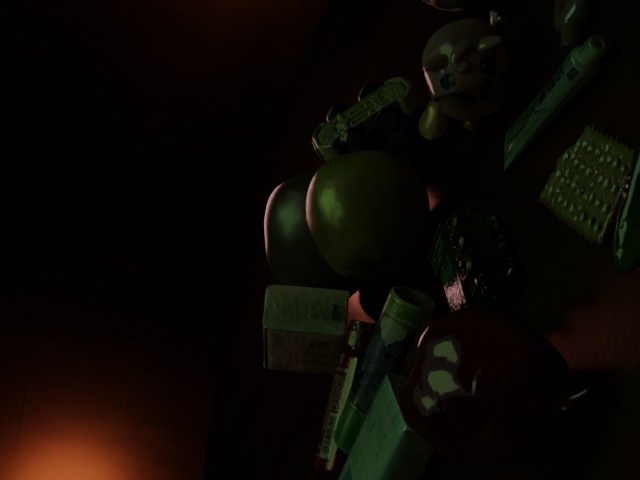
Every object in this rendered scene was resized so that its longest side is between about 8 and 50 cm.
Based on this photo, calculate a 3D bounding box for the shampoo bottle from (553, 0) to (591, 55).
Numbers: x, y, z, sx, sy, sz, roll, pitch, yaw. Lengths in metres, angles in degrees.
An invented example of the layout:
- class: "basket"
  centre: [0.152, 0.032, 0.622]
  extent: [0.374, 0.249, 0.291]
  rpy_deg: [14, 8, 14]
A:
- class: "shampoo bottle"
  centre: [0.387, -0.359, 1.414]
  extent: [0.080, 0.040, 0.165]
  rpy_deg: [135, 148, -61]

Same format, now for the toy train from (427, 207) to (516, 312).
- class: "toy train"
  centre: [0.240, 0.044, 1.472]
  extent: [0.225, 0.090, 0.137]
  rpy_deg: [-95, 18, -55]

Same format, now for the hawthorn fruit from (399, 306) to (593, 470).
- class: "hawthorn fruit"
  centre: [0.229, 0.188, 1.157]
  extent: [0.248, 0.208, 0.208]
  rpy_deg: [2, 76, 52]

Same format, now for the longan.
- class: "longan"
  centre: [0.000, 0.000, 2.105]
  extent: [0.350, 0.288, 0.288]
  rpy_deg: [103, 173, -48]

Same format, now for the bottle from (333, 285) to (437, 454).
- class: "bottle"
  centre: [0.117, 0.248, 1.715]
  extent: [0.093, 0.093, 0.330]
  rpy_deg: [-108, 35, -66]

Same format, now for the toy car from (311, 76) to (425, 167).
- class: "toy car"
  centre: [0.129, -0.215, 2.004]
  extent: [0.247, 0.198, 0.204]
  rpy_deg: [-33, 26, 6]

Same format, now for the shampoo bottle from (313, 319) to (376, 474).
- class: "shampoo bottle"
  centre: [0.059, 0.323, 1.893]
  extent: [0.118, 0.076, 0.314]
  rpy_deg: [156, 129, -74]

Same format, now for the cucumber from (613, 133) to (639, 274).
- class: "cucumber"
  centre: [0.390, -0.081, 1.078]
  extent: [0.056, 0.056, 0.250]
  rpy_deg: [-137, 62, -75]

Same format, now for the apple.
- class: "apple"
  centre: [0.098, -0.049, 1.820]
  extent: [0.262, 0.262, 0.262]
  rpy_deg: [-165, 90, -76]

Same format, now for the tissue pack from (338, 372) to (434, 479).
- class: "tissue pack"
  centre: [0.114, 0.385, 1.593]
  extent: [0.177, 0.089, 0.263]
  rpy_deg: [-109, 39, -65]

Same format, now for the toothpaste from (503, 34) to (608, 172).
- class: "toothpaste"
  centre: [0.347, -0.209, 1.409]
  extent: [0.297, 0.048, 0.075]
  rpy_deg: [123, 159, -58]

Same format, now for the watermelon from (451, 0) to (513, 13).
- class: "watermelon"
  centre: [0.277, -0.492, 1.686]
  extent: [0.141, 0.187, 0.141]
  rpy_deg: [-164, 90, -87]

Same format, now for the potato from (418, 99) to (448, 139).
- class: "potato"
  centre: [0.231, -0.247, 1.869]
  extent: [0.068, 0.062, 0.083]
  rpy_deg: [34, 136, 46]

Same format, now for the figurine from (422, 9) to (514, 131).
- class: "figurine"
  centre: [0.272, -0.297, 1.651]
  extent: [0.186, 0.176, 0.287]
  rpy_deg: [64, -176, -2]

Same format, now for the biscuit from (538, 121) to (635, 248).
- class: "biscuit"
  centre: [0.365, -0.083, 1.253]
  extent: [0.203, 0.016, 0.144]
  rpy_deg: [-111, 38, -66]

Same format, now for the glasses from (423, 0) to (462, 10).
- class: "glasses"
  centre: [0.326, -0.584, 1.917]
  extent: [0.221, 0.088, 0.189]
  rpy_deg: [-58, 7, -21]

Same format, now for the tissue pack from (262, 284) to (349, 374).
- class: "tissue pack"
  centre: [-0.035, 0.201, 2.051]
  extent: [0.225, 0.184, 0.124]
  rpy_deg: [94, -177, -60]
